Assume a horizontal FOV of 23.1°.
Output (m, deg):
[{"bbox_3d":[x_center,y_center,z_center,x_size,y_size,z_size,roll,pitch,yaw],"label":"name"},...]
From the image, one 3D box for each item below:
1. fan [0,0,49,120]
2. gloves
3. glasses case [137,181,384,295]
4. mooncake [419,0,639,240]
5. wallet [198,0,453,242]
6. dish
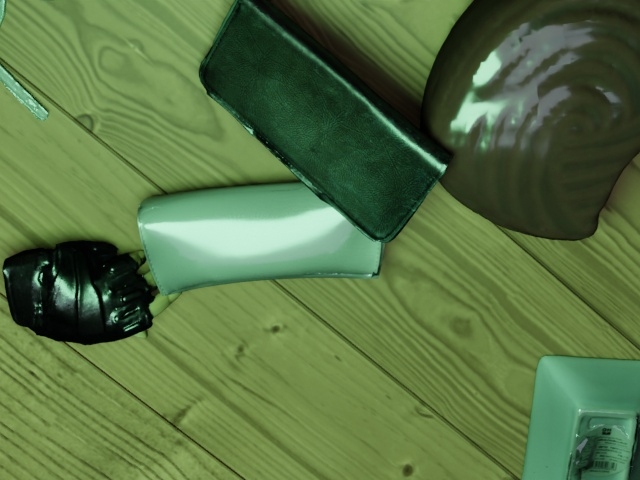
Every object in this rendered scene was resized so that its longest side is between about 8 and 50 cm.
[{"bbox_3d":[-0.475,-0.260,1.885,0.223,0.012,0.294,-13,111,5],"label":"fan"},{"bbox_3d":[-0.279,0.066,1.973,0.203,0.124,0.164,-3,131,9],"label":"gloves"},{"bbox_3d":[-0.068,-0.007,1.949,0.308,0.083,0.128,-4,105,1],"label":"glasses case"},{"bbox_3d":[0.277,-0.154,1.853,0.325,0.174,0.334,-22,110,6],"label":"mooncake"},{"bbox_3d":[-0.001,-0.144,1.844,0.318,0.045,0.172,41,133,6],"label":"wallet"},{"bbox_3d":[0.368,0.280,2.079,0.181,0.080,0.243,4,111,-2],"label":"dish"}]
